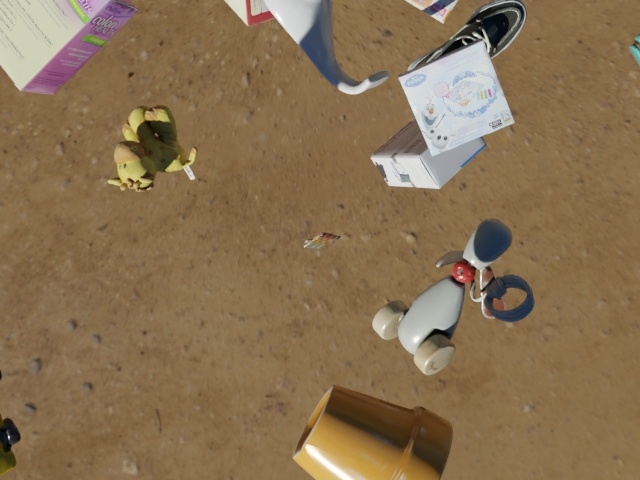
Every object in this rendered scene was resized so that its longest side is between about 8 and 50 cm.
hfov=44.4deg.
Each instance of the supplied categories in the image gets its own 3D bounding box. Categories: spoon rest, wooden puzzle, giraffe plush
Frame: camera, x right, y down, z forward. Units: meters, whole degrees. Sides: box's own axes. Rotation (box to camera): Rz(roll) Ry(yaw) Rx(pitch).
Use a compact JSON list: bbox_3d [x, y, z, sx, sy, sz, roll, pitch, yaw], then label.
[{"bbox_3d":[-0.002,-0.348,1.284,0.276,0.137,0.084,55,140,8],"label":"spoon rest"},{"bbox_3d":[0.000,0.000,1.506,0.049,0.083,0.006,-33,68,28],"label":"wooden puzzle"},{"bbox_3d":[-0.408,-0.190,1.808,0.210,0.170,0.181,50,138,-3],"label":"giraffe plush"}]

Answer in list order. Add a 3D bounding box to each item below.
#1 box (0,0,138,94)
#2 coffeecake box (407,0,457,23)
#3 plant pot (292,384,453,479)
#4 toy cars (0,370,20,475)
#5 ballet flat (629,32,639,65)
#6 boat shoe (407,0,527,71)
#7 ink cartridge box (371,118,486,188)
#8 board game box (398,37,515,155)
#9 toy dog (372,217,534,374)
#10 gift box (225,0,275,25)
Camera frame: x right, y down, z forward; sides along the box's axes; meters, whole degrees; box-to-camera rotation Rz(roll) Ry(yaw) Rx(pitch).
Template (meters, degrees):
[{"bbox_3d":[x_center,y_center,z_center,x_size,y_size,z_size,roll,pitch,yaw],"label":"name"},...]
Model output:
[{"bbox_3d":[-0.504,-0.431,1.439,0.243,0.117,0.213,-40,87,15],"label":"box"},{"bbox_3d":[0.207,-0.497,1.369,0.142,0.068,0.185,14,116,-44],"label":"coffeecake box"},{"bbox_3d":[0.068,0.321,1.191,0.188,0.205,0.205,29,107,0],"label":"plant pot"},{"bbox_3d":[-0.493,0.163,0.865,0.393,0.087,0.176,40,74,-48],"label":"toy cars"},{"bbox_3d":[0.486,-0.179,1.006,0.087,0.083,0.247,-31,118,17],"label":"ballet flat"},{"bbox_3d":[0.238,-0.301,1.231,0.219,0.070,0.078,-37,108,3],"label":"boat shoe"},{"bbox_3d":[0.209,-0.175,1.542,0.139,0.190,0.082,-41,109,-16],"label":"ink cartridge box"},{"bbox_3d":[0.137,-0.143,0.789,0.090,0.020,0.090,-21,111,14],"label":"board game box"},{"bbox_3d":[0.269,0.121,1.550,0.333,0.220,0.161,-33,154,20],"label":"toy dog"},{"bbox_3d":[-0.145,-0.651,1.697,0.276,0.258,0.255,-20,142,-22],"label":"gift box"}]
